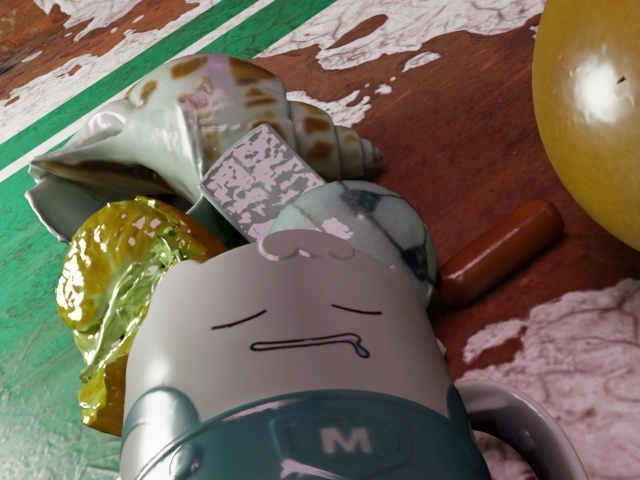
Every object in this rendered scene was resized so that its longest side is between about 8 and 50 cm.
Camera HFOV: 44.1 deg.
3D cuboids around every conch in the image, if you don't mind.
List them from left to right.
[{"bbox_3d":[-0.128,-0.086,0.890,0.368,0.197,0.249,-9,60,22],"label":"conch"}]

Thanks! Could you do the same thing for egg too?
[{"bbox_3d":[0.297,-0.132,0.569,0.282,0.283,0.351,-13,34,22],"label":"egg"}]

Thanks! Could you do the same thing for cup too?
[{"bbox_3d":[0.022,0.151,0.479,0.289,0.219,0.258,3,34,-12],"label":"cup"}]

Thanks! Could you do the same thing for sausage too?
[{"bbox_3d":[0.155,0.011,0.697,0.131,0.039,0.041,-35,37,-10],"label":"sausage"}]

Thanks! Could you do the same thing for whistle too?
[{"bbox_3d":[0.000,0.000,0.686,0.163,0.163,0.289,-41,73,-18],"label":"whistle"}]

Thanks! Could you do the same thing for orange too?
[{"bbox_3d":[-0.143,0.076,0.714,0.179,0.158,0.237,-50,36,4],"label":"orange"}]
